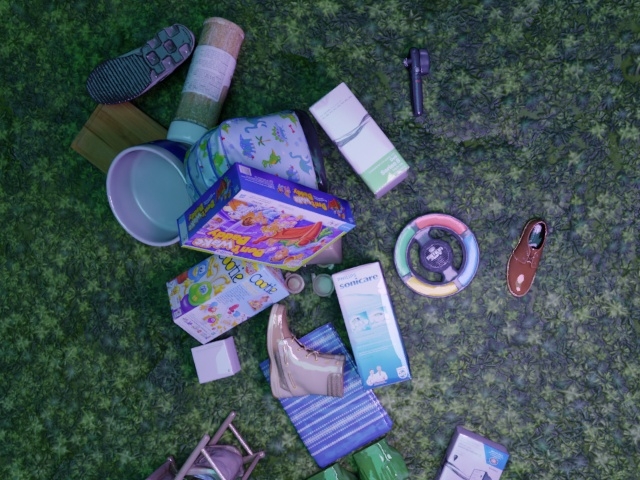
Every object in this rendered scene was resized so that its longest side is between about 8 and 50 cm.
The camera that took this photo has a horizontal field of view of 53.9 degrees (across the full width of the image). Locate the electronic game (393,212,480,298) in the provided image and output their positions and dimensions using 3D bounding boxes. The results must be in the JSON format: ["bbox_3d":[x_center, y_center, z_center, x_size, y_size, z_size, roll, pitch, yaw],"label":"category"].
[{"bbox_3d":[0.308,0.040,1.673,0.229,0.048,0.230,0,90,8],"label":"electronic game"}]

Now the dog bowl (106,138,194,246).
[{"bbox_3d":[-0.418,-0.125,1.635,0.264,0.104,0.265,8,113,20],"label":"dog bowl"}]

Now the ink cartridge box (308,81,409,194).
[{"bbox_3d":[0.104,-0.251,1.625,0.114,0.198,0.273,-37,86,6],"label":"ink cartridge box"}]

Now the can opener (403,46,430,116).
[{"bbox_3d":[0.257,-0.423,1.676,0.073,0.059,0.186,-1,89,7],"label":"can opener"}]

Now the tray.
[{"bbox_3d":[-0.478,-0.223,1.766,0.410,0.076,0.203,37,94,5],"label":"tray"}]

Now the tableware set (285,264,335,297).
[{"bbox_3d":[-0.031,0.081,1.732,0.168,0.020,0.141,6,88,9],"label":"tableware set"}]

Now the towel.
[{"bbox_3d":[0.015,0.422,1.722,0.243,0.040,0.336,-32,84,8],"label":"towel"}]

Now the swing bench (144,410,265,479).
[{"bbox_3d":[-0.313,0.610,1.649,0.254,0.253,0.165,-37,85,6],"label":"swing bench"}]

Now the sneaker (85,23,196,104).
[{"bbox_3d":[-0.482,-0.475,1.734,0.330,0.146,0.123,-26,104,5],"label":"sneaker"}]

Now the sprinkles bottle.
[{"bbox_3d":[-0.305,-0.413,1.686,0.121,0.121,0.356,13,80,7],"label":"sprinkles bottle"}]

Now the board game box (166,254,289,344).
[{"bbox_3d":[-0.247,0.127,1.673,0.275,0.144,0.142,-30,47,6],"label":"board game box"}]

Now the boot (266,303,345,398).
[{"bbox_3d":[-0.035,0.292,1.657,0.203,0.095,0.262,-2,98,11],"label":"boot"}]

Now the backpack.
[{"bbox_3d":[-0.162,-0.185,1.565,0.355,0.273,0.290,-11,86,-22],"label":"backpack"}]

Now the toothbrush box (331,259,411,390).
[{"bbox_3d":[0.133,0.207,1.612,0.126,0.216,0.296,-17,86,6],"label":"toothbrush box"}]

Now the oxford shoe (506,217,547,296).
[{"bbox_3d":[0.535,0.044,1.631,0.076,0.076,0.213,14,93,6],"label":"oxford shoe"}]

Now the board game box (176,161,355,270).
[{"bbox_3d":[-0.122,-0.042,1.472,0.233,0.347,0.078,-38,54,34],"label":"board game box"}]

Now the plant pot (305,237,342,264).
[{"bbox_3d":[0.000,0.000,1.676,0.109,0.096,0.109,-2,75,5],"label":"plant pot"}]

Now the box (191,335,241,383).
[{"bbox_3d":[-0.286,0.327,1.730,0.101,0.087,0.102,-16,88,7],"label":"box"}]

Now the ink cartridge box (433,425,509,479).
[{"bbox_3d":[0.387,0.606,1.644,0.139,0.082,0.191,22,91,7],"label":"ink cartridge box"}]

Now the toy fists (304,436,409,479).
[{"bbox_3d":[0.101,0.644,1.677,0.279,0.096,0.142,-30,76,8],"label":"toy fists"}]
